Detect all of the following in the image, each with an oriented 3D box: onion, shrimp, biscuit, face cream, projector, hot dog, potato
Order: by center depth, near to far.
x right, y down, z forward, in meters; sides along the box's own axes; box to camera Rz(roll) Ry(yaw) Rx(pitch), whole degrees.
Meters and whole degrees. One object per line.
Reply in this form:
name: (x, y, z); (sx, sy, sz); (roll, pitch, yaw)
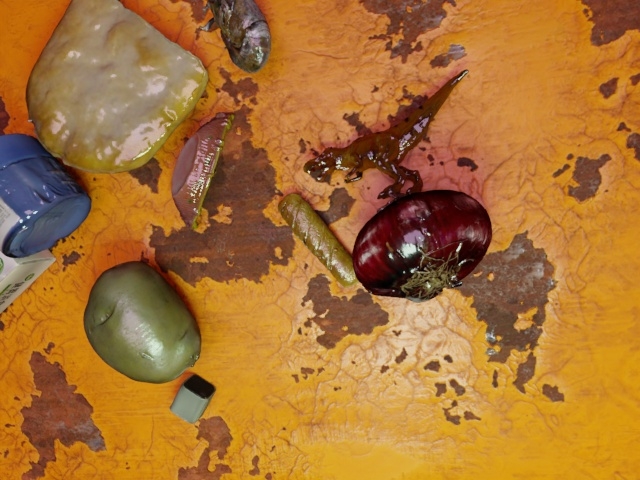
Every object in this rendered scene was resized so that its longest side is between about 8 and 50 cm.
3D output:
onion: (0.213, 0.001, 0.956); (0.313, 0.314, 0.232); (-21, 62, 12)
shrimp: (-0.217, -0.552, 1.064); (0.116, 0.145, 0.343); (-21, 78, -29)
hot dog: (0.001, -0.001, 1.102); (0.286, 0.061, 0.088); (45, 90, 3)
potato: (-0.454, 0.213, 1.122); (0.243, 0.221, 0.326); (-31, 93, 9)
biscuit: (-0.529, -0.382, 1.128); (0.429, 0.104, 0.446); (32, 90, 5)
face cream: (-0.755, -0.107, 1.132); (0.249, 0.249, 0.225); (-42, 90, 11)
projector: (-0.341, 0.423, 1.188); (0.083, 0.083, 0.082); (30, 99, 7)

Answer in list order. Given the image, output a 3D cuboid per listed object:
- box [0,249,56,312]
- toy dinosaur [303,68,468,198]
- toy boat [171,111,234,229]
box: (-0.941, 0.095, 1.239); (0.333, 0.145, 0.173); (-40, 86, 10)
toy dinosaur: (0.178, -0.201, 1.036); (0.432, 0.097, 0.208); (-24, 81, 8)
toy boat: (-0.309, -0.183, 1.129); (0.141, 0.099, 0.318); (26, 99, 35)
